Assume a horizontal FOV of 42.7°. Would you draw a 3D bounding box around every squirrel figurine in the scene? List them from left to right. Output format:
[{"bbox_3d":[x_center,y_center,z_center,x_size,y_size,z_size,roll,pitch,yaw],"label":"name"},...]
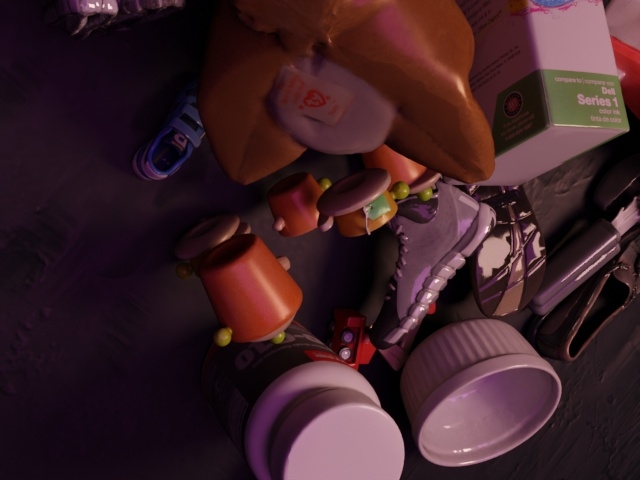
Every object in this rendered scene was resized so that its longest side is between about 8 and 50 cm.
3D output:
[{"bbox_3d":[0.016,-0.296,0.812,0.397,0.281,0.370,61,32,-49],"label":"squirrel figurine"}]

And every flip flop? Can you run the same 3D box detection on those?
[{"bbox_3d":[0.228,-0.031,1.123,0.112,0.080,0.277,-16,92,-14],"label":"flip flop"}]

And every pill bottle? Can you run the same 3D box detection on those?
[{"bbox_3d":[-0.027,0.197,0.943,0.161,0.283,0.161,-5,103,-22],"label":"pill bottle"}]

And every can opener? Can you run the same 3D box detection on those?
[{"bbox_3d":[0.398,-0.006,1.201,0.280,0.093,0.074,-43,146,-6],"label":"can opener"}]

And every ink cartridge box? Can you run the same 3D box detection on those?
[{"bbox_3d":[0.222,-0.224,0.952,0.117,0.201,0.278,-1,76,-24],"label":"ink cartridge box"}]

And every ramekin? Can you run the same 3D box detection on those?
[{"bbox_3d":[0.205,0.199,1.105,0.207,0.109,0.207,-12,133,-13],"label":"ramekin"}]

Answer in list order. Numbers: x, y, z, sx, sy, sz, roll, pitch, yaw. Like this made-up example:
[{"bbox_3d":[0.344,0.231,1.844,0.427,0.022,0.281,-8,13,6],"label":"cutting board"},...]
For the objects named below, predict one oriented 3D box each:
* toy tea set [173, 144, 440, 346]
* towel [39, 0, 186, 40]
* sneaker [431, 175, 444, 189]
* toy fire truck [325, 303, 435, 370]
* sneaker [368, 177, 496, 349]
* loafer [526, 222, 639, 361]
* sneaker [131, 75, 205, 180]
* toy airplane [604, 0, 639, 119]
[{"bbox_3d":[0.000,0.000,0.930,0.336,0.200,0.124,-28,113,-1],"label":"toy tea set"},{"bbox_3d":[-0.211,-0.312,0.757,0.121,0.284,0.235,-14,104,-19],"label":"towel"},{"bbox_3d":[0.112,-0.083,1.071,0.097,0.084,0.234,-16,112,12],"label":"sneaker"},{"bbox_3d":[0.076,0.141,1.106,0.135,0.047,0.192,5,100,-25],"label":"toy fire truck"},{"bbox_3d":[0.102,0.018,1.029,0.132,0.086,0.228,37,99,-3],"label":"sneaker"},{"bbox_3d":[0.427,0.083,1.220,0.267,0.084,0.096,-43,114,-9],"label":"loafer"},{"bbox_3d":[-0.157,-0.126,0.942,0.053,0.059,0.144,36,86,-23],"label":"sneaker"},{"bbox_3d":[0.517,-0.194,1.061,0.384,0.272,0.386,2,65,-36],"label":"toy airplane"}]
